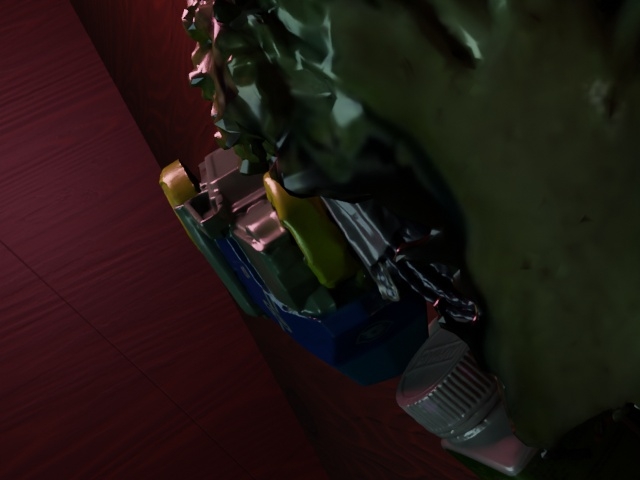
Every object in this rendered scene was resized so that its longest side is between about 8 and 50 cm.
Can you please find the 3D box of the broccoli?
[{"bbox_3d":[0.075,-0.072,0.403,0.180,0.242,0.273,-88,-19,-71],"label":"broccoli"}]

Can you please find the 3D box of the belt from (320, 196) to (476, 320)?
[{"bbox_3d":[0.069,-0.073,0.563,0.230,0.126,0.139,54,137,-4],"label":"belt"}]

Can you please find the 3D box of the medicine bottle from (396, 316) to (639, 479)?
[{"bbox_3d":[0.150,0.138,0.668,0.188,0.088,0.132,40,169,-8],"label":"medicine bottle"}]

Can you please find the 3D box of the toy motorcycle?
[{"bbox_3d":[0.000,0.000,0.754,0.200,0.191,0.326,59,-179,-20],"label":"toy motorcycle"}]

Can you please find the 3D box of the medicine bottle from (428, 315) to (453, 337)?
[{"bbox_3d":[0.136,0.066,0.773,0.059,0.059,0.231,59,167,9],"label":"medicine bottle"}]
